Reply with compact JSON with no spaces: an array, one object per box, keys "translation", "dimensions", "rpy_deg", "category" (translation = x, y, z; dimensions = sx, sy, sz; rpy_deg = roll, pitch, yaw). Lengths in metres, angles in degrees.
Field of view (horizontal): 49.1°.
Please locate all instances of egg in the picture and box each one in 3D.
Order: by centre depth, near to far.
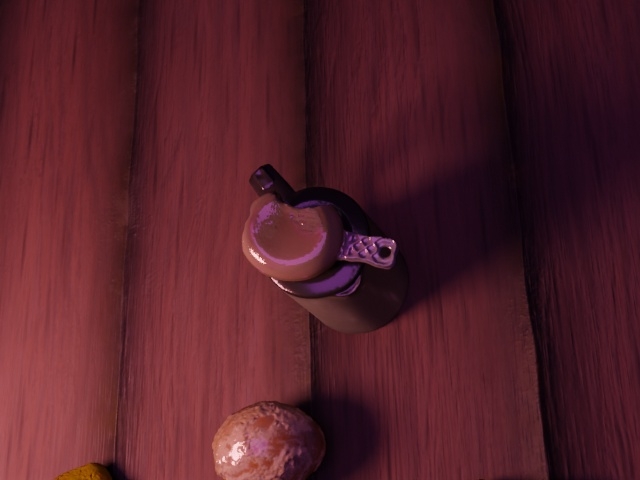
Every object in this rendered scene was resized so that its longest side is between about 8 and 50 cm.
[{"translation":[-0.110,0.445,1.503],"dimensions":[0.245,0.203,0.203],"rpy_deg":[-9,72,3],"category":"egg"}]

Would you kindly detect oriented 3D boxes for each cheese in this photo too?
[{"translation":[0.000,0.000,1.257],"dimensions":[0.286,0.082,0.163],"rpy_deg":[8,79,15],"category":"cheese"}]

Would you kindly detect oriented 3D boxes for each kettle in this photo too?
[{"translation":[0.005,0.006,1.496],"dimensions":[0.250,0.376,0.361],"rpy_deg":[-36,69,4],"category":"kettle"}]

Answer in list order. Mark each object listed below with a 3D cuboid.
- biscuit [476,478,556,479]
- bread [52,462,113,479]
[{"translation":[0.387,0.637,1.367],"dimensions":[0.394,0.070,0.350],"rpy_deg":[-29,66,6],"category":"biscuit"},{"translation":[-0.492,0.663,1.549],"dimensions":[0.166,0.112,0.383],"rpy_deg":[-31,53,-16],"category":"bread"}]
